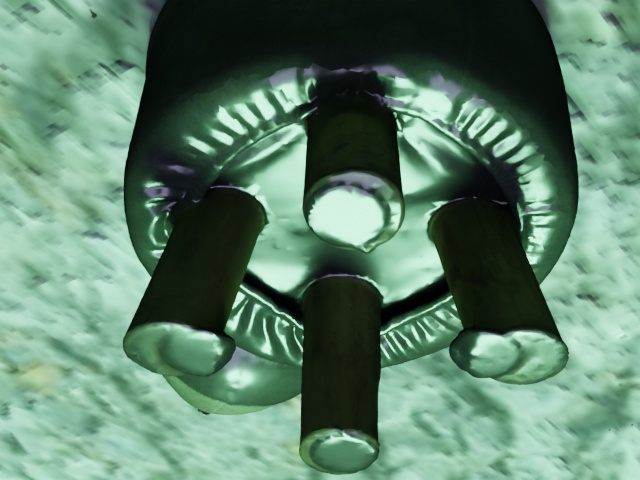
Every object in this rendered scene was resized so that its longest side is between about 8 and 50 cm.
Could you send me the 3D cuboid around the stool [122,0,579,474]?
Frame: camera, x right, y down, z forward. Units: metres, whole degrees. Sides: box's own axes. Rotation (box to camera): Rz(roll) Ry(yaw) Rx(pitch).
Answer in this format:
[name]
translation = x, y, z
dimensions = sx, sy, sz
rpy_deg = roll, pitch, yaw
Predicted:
[stool]
translation = 0.009, 0.002, 0.450
dimensions = 0.153, 0.139, 0.228
rpy_deg = 3, 136, -1
